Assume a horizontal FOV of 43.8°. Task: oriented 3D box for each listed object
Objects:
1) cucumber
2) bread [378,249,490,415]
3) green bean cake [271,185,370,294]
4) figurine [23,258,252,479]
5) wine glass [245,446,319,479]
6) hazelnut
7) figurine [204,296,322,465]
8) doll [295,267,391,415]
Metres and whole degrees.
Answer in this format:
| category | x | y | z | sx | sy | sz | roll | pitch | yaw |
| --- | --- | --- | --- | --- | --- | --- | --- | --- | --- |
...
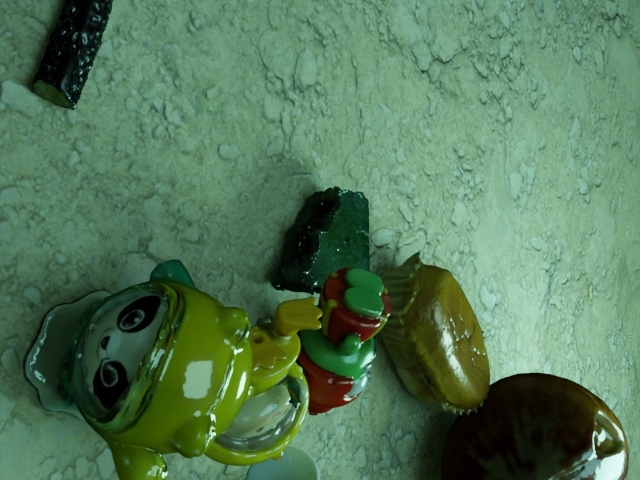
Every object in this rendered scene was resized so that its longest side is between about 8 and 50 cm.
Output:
| category | x | y | z | sx | sy | sz | roll | pitch | yaw |
| --- | --- | --- | --- | --- | --- | --- | --- | --- | --- |
| cucumber | -0.343 | -0.333 | 1.164 | 0.072 | 0.072 | 0.300 | 29 | 69 | -44 |
| bread | 0.256 | 0.221 | 1.737 | 0.388 | 0.183 | 0.236 | 52 | 53 | -34 |
| green bean cake | 0.000 | 0.000 | 1.514 | 0.193 | 0.107 | 0.208 | 6 | 85 | -44 |
| figurine | -0.233 | 0.175 | 1.091 | 0.231 | 0.340 | 0.323 | 36 | 67 | -41 |
| wine glass | -0.052 | 0.460 | 1.388 | 0.165 | 0.165 | 0.196 | -54 | 147 | -32 |
| hazelnut | 0.474 | 0.494 | 1.816 | 0.402 | 0.429 | 0.402 | 47 | 20 | -22 |
| figurine | -0.098 | 0.227 | 1.265 | 0.215 | 0.343 | 0.187 | -20 | 61 | -32 |
| doll | 0.017 | 0.205 | 1.440 | 0.182 | 0.160 | 0.363 | -93 | -168 | -47 |
